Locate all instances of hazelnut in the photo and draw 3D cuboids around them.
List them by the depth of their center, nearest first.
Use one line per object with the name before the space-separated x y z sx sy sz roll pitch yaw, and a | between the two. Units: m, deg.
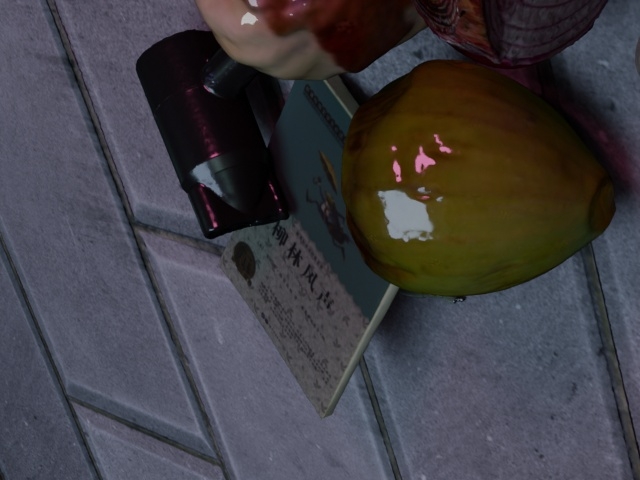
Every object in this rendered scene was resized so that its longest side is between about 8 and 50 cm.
hazelnut | 0.001 -0.286 1.639 0.261 0.261 0.241 20 132 43

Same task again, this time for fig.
fig | 0.155 -0.058 1.659 0.271 0.239 0.239 7 132 13

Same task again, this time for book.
book | 0.000 0.000 1.980 0.264 0.031 0.379 54 141 28

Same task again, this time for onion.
onion | 0.155 -0.276 1.464 0.207 0.216 0.206 50 166 28

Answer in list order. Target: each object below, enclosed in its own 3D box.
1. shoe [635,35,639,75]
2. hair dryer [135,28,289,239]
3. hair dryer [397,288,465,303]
shoe | 0.343 -0.191 1.393 0.112 0.099 0.227 36 144 16
hair dryer | -0.077 -0.164 1.929 0.302 0.116 0.244 -43 65 46
hair dryer | 0.078 0.072 2.041 0.199 0.067 0.167 29 140 18
